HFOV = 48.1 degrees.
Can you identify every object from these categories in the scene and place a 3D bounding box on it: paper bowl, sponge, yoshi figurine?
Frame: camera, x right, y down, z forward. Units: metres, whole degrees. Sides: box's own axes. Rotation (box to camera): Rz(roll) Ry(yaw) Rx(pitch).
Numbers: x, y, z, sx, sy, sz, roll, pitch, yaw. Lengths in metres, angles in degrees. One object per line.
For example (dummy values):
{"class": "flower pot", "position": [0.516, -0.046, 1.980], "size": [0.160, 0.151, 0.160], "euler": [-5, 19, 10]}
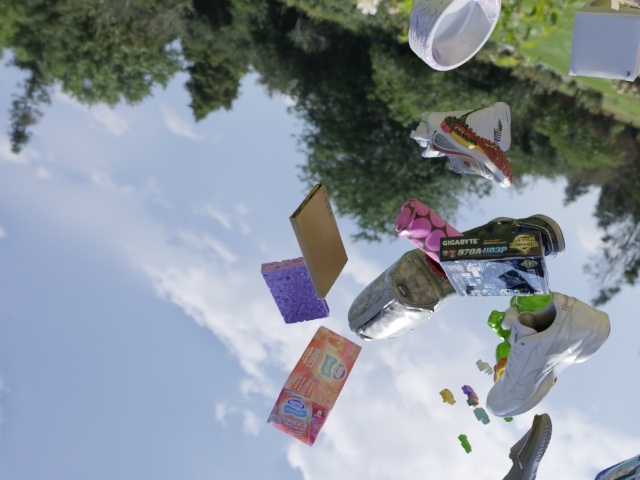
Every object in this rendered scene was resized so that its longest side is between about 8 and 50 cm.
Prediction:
{"class": "paper bowl", "position": [0.378, -0.658, 2.110], "size": [0.284, 0.284, 0.148], "euler": [1, -141, -50]}
{"class": "sponge", "position": [-0.058, 0.124, 1.744], "size": [0.117, 0.210, 0.031], "euler": [-11, -135, 9]}
{"class": "yoshi figurine", "position": [0.585, 0.250, 2.025], "size": [0.203, 0.203, 0.362], "euler": [54, -148, -24]}

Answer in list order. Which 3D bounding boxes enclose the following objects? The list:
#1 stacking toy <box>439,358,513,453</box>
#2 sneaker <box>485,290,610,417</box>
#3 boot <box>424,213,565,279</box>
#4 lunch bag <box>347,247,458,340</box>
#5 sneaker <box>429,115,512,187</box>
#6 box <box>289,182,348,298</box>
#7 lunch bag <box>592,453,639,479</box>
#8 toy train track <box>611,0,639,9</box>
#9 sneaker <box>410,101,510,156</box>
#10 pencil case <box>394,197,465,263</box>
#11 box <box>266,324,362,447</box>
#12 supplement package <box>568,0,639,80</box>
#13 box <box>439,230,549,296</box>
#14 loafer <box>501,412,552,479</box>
{"class": "stacking toy", "position": [0.438, 0.463, 2.011], "size": [0.052, 0.167, 0.221], "euler": [28, -153, -33]}
{"class": "sneaker", "position": [0.399, 0.213, 1.369], "size": [0.152, 0.305, 0.114], "euler": [31, -152, -9]}
{"class": "boot", "position": [0.494, 0.022, 2.070], "size": [0.284, 0.138, 0.377], "euler": [-19, -168, -15]}
{"class": "lunch bag", "position": [0.247, 0.185, 2.281], "size": [0.256, 0.305, 0.212], "euler": [-20, -107, -38]}
{"class": "sneaker", "position": [0.346, -0.190, 1.631], "size": [0.225, 0.093, 0.088], "euler": [34, -141, -12]}
{"class": "box", "position": [0.000, 0.000, 1.557], "size": [0.021, 0.201, 0.164], "euler": [-5, -152, 27]}
{"class": "lunch bag", "position": [0.512, 0.468, 1.231], "size": [0.138, 0.293, 0.221], "euler": [48, -156, 21]}
{"class": "toy train track", "position": [0.411, -0.322, 0.950], "size": [0.083, 0.014, 0.048], "euler": [30, 173, 28]}
{"class": "sneaker", "position": [0.396, -0.307, 1.982], "size": [0.210, 0.137, 0.366], "euler": [2, -168, 29]}
{"class": "pencil case", "position": [0.262, -0.005, 1.659], "size": [0.209, 0.098, 0.095], "euler": [36, -173, -21]}
{"class": "box", "position": [-0.011, 0.389, 1.955], "size": [0.142, 0.154, 0.300], "euler": [27, -150, 6]}
{"class": "supplement package", "position": [0.636, -0.443, 1.531], "size": [0.139, 0.134, 0.244], "euler": [14, -147, 29]}
{"class": "box", "position": [0.325, 0.049, 1.323], "size": [0.175, 0.051, 0.220], "euler": [-4, 157, 20]}
{"class": "loafer", "position": [0.552, 0.576, 1.940], "size": [0.087, 0.251, 0.094], "euler": [22, -171, 34]}
